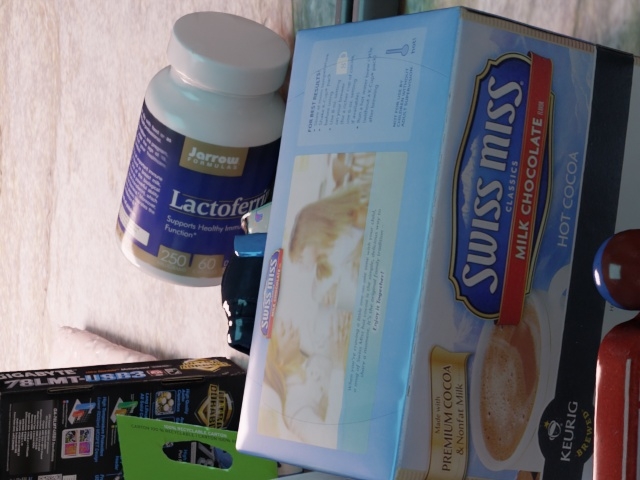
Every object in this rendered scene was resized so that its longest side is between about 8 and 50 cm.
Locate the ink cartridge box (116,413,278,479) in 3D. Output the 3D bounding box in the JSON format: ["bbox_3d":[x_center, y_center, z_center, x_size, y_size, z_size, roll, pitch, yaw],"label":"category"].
[{"bbox_3d":[-0.139,0.322,2.029,0.188,0.097,0.255,7,119,19],"label":"ink cartridge box"}]

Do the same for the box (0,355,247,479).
[{"bbox_3d":[-0.231,0.283,2.141,0.073,0.293,0.296,28,117,57],"label":"box"}]

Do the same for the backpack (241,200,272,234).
[{"bbox_3d":[0.036,0.009,1.756,0.188,0.165,0.144,-37,51,44],"label":"backpack"}]

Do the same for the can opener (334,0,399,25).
[{"bbox_3d":[0.027,-0.164,1.849,0.074,0.093,0.280,27,111,59],"label":"can opener"}]

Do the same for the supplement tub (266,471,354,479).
[{"bbox_3d":[0.010,0.384,1.759,0.241,0.241,0.331,-32,65,58],"label":"supplement tub"}]

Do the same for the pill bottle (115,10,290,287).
[{"bbox_3d":[-0.120,-0.096,2.049,0.153,0.153,0.265,53,137,46],"label":"pill bottle"}]

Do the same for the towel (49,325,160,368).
[{"bbox_3d":[-0.262,0.282,2.449,0.332,0.053,0.317,11,103,61],"label":"towel"}]

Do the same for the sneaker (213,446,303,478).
[{"bbox_3d":[-0.062,0.231,2.079,0.144,0.053,0.059,25,118,49],"label":"sneaker"}]

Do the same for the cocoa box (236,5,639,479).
[{"bbox_3d":[0.104,0.017,1.491,0.231,0.228,0.347,2,82,58],"label":"cocoa box"}]

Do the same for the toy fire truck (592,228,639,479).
[{"bbox_3d":[0.281,0.074,1.219,0.169,0.253,0.302,14,104,60],"label":"toy fire truck"}]

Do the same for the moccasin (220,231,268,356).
[{"bbox_3d":[0.000,0.120,1.678,0.137,0.342,0.117,-6,57,34],"label":"moccasin"}]
